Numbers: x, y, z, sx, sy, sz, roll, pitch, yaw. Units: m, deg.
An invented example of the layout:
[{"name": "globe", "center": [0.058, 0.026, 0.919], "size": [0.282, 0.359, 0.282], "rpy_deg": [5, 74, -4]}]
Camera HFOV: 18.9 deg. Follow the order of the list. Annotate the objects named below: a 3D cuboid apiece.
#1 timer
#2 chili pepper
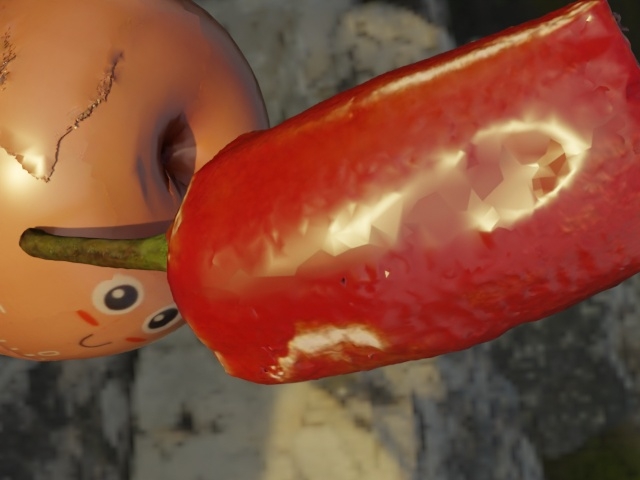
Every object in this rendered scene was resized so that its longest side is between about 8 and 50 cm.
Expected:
[{"name": "timer", "center": [-0.148, -0.044, 1.109], "size": [0.229, 0.215, 0.229], "rpy_deg": [14, 72, -52]}, {"name": "chili pepper", "center": [-0.001, 0.002, 0.893], "size": [0.134, 0.338, 0.131], "rpy_deg": [16, 57, -73]}]
